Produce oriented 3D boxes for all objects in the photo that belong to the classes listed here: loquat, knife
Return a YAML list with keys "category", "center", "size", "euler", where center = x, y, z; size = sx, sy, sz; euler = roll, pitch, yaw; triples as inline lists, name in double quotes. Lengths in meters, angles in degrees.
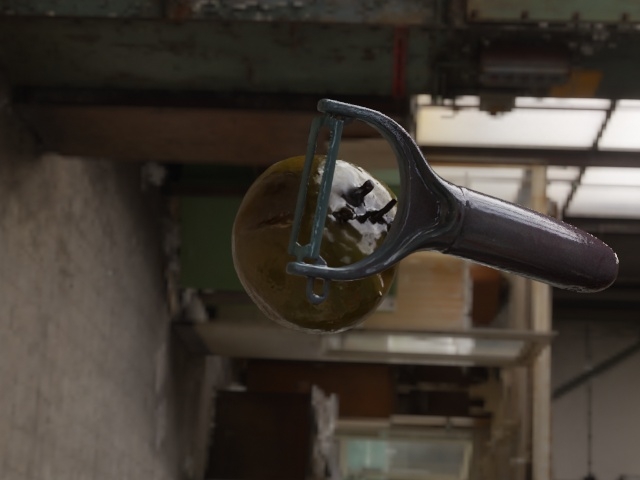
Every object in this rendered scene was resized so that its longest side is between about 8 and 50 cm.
- category: "loquat"
  center: [-0.003, 0.002, 1.373]
  size: [0.213, 0.213, 0.213]
  euler: [2, 90, -87]
- category: "knife"
  center: [0.106, 0.004, 0.782]
  size: [0.053, 0.277, 0.123]
  euler: [10, -94, 56]
